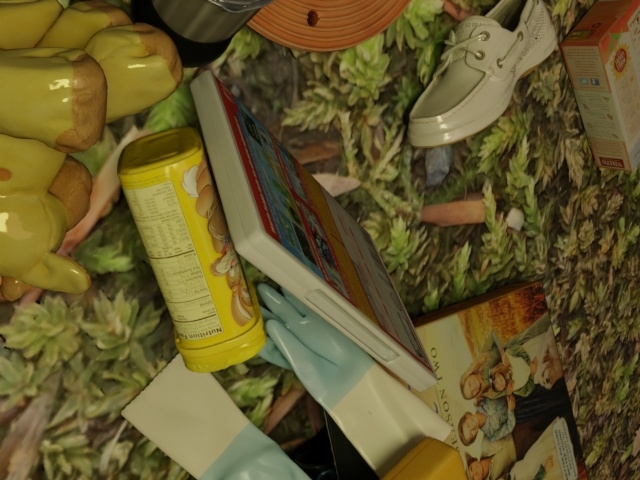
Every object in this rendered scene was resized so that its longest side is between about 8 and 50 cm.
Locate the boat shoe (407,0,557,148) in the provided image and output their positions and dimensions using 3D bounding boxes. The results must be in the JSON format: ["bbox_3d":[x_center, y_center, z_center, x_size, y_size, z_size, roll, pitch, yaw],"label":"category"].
[{"bbox_3d":[0.174,-0.205,0.792,0.277,0.098,0.096,-48,128,-34],"label":"boat shoe"}]

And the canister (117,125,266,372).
[{"bbox_3d":[-0.104,0.003,0.574,0.073,0.126,0.170,-18,113,-6],"label":"canister"}]

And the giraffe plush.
[{"bbox_3d":[-0.201,-0.052,0.461,0.210,0.181,0.171,-27,134,-38],"label":"giraffe plush"}]

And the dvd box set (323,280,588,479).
[{"bbox_3d":[0.180,0.230,0.830,0.420,0.062,0.308,-9,86,-48],"label":"dvd box set"}]

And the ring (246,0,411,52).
[{"bbox_3d":[-0.005,-0.343,0.635,0.336,0.032,0.337,-13,110,-40],"label":"ring"}]

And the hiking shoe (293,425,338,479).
[{"bbox_3d":[-0.008,0.293,0.765,0.132,0.113,0.304,52,57,-29],"label":"hiking shoe"}]

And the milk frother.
[{"bbox_3d":[-0.114,-0.194,0.487,0.143,0.134,0.129,-18,94,-24],"label":"milk frother"}]

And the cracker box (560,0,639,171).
[{"bbox_3d":[0.446,-0.239,1.041,0.156,0.067,0.232,-48,127,-21],"label":"cracker box"}]

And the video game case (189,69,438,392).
[{"bbox_3d":[0.000,0.000,0.618,0.025,0.204,0.285,-34,136,13],"label":"video game case"}]

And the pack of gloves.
[{"bbox_3d":[-0.029,0.155,0.618,0.195,0.232,0.046,-45,167,-18],"label":"pack of gloves"}]

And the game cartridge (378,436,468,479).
[{"bbox_3d":[0.054,0.375,0.592,0.285,0.052,0.324,-33,113,-30],"label":"game cartridge"}]
